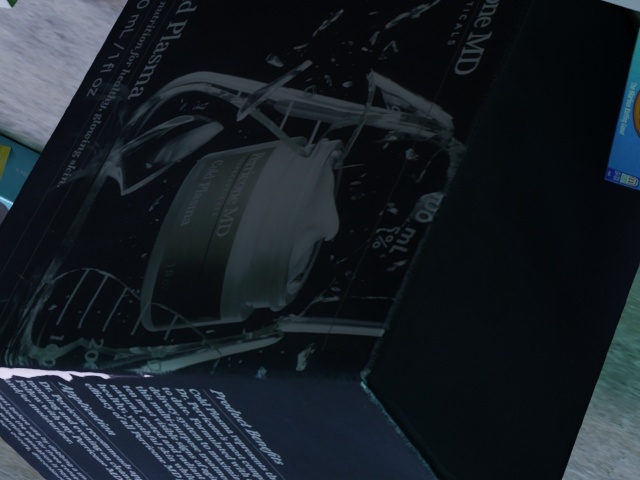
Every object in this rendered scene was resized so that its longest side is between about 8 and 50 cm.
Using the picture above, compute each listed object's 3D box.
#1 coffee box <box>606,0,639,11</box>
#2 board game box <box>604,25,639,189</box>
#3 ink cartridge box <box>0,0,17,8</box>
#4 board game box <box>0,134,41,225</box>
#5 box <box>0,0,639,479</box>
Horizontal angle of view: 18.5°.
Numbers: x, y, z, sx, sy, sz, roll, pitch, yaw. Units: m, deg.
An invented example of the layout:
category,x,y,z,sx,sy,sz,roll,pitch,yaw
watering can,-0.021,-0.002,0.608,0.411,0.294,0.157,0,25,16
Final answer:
category,x,y,z,sx,sy,sz,roll,pitch,yaw
coffee box,0.339,-0.319,1.066,0.338,0.334,0.338,17,152,17
board game box,0.281,-0.160,1.561,0.047,0.160,0.210,18,151,11
ink cartridge box,-0.397,-0.295,1.945,0.209,0.062,0.109,8,148,27
board game box,-0.492,-0.080,2.361,0.336,0.079,0.254,26,152,-3
box,0.000,0.000,1.705,0.471,0.480,0.297,0,143,36
